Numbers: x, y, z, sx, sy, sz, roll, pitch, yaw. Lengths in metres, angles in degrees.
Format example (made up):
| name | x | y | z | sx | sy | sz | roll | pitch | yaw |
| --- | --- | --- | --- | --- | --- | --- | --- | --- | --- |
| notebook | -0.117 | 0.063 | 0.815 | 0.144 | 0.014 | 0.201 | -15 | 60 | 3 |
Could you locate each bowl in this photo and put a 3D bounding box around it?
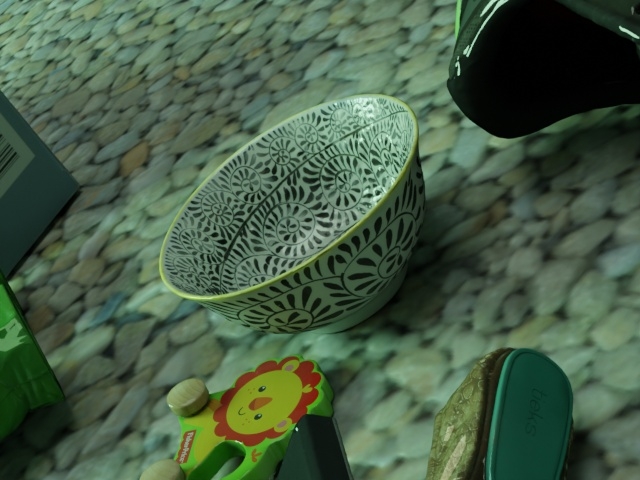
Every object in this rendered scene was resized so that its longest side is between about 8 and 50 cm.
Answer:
| name | x | y | z | sx | sy | sz | roll | pitch | yaw |
| --- | --- | --- | --- | --- | --- | --- | --- | --- | --- |
| bowl | 0.000 | 0.000 | 0.962 | 0.170 | 0.080 | 0.170 | -27 | 30 | 17 |

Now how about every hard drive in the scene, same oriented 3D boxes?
| name | x | y | z | sx | sy | sz | roll | pitch | yaw |
| --- | --- | --- | --- | --- | --- | --- | --- | --- | --- |
| hard drive | -0.004 | 0.152 | 0.739 | 0.135 | 0.022 | 0.094 | -109 | 33 | -61 |

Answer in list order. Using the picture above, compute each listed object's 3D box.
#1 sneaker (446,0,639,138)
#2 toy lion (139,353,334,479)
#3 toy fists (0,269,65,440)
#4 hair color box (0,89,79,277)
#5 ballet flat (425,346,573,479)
| name | x | y | z | sx | sy | sz | roll | pitch | yaw |
| --- | --- | --- | --- | --- | --- | --- | --- | --- | --- |
| sneaker | 0.255 | -0.117 | 0.812 | 0.482 | 0.185 | 0.202 | -2 | 61 | 51 |
| toy lion | -0.040 | 0.103 | 0.906 | 0.096 | 0.034 | 0.100 | -13 | 35 | 22 |
| toy fists | -0.259 | 0.082 | 1.109 | 0.142 | 0.096 | 0.279 | -29 | 26 | -9 |
| hair color box | -0.389 | -0.061 | 1.365 | 0.374 | 0.185 | 0.114 | -4 | 42 | 44 |
| ballet flat | 0.066 | 0.135 | 0.719 | 0.067 | 0.073 | 0.206 | -47 | 12 | 42 |
